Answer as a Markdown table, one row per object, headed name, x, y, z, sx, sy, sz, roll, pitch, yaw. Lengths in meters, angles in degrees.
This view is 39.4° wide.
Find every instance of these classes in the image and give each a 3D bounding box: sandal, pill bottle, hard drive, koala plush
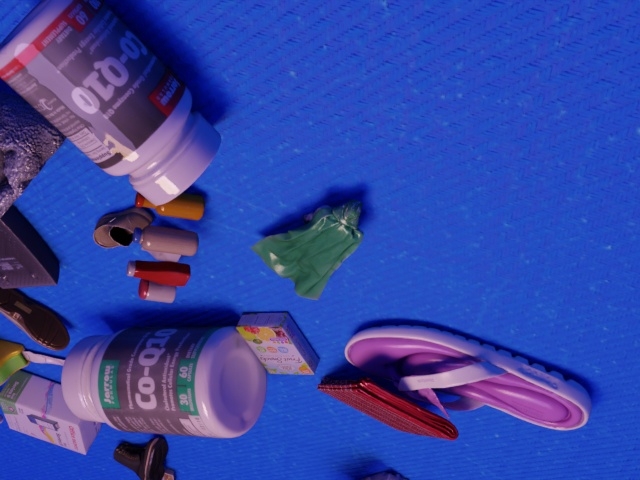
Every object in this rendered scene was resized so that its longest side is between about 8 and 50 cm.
| name | x | y | z | sx | sy | sz | roll | pitch | yaw |
| --- | --- | --- | --- | --- | --- | --- | --- | --- | --- |
| sandal | 0.231 | 0.238 | 1.469 | 0.417 | 0.102 | 0.169 | 12 | 141 | 15 |
| pill bottle | -0.299 | 0.264 | 1.692 | 0.361 | 0.204 | 0.204 | -5 | 134 | 30 |
| hard drive | -0.602 | -0.012 | 1.644 | 0.172 | 0.054 | 0.254 | -5 | 134 | 32 |
| pill bottle | -0.273 | -0.189 | 1.177 | 0.161 | 0.161 | 0.283 | -20 | 125 | 42 |
| koala plush | -0.501 | -0.174 | 1.308 | 0.221 | 0.196 | 0.203 | 40 | 128 | -19 |

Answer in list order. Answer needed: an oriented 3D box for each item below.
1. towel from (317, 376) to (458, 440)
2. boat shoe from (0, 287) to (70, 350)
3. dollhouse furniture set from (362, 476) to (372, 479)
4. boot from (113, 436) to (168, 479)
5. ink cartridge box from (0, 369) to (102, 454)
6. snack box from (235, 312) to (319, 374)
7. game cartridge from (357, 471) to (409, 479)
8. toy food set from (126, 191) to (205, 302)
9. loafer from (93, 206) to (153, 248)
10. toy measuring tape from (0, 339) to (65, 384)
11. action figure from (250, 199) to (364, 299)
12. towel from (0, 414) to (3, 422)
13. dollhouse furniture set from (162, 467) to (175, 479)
| name | x | y | z | sx | sy | sz | roll | pitch | yaw |
| --- | --- | --- | --- | --- | --- | --- | --- | --- | --- |
| towel | 0.113 | 0.294 | 1.583 | 0.199 | 0.031 | 0.275 | 29 | 166 | -9 |
| boat shoe | -0.601 | 0.161 | 1.851 | 0.190 | 0.068 | 0.072 | 43 | 152 | -8 |
| dollhouse furniture set | 0.103 | 0.634 | 1.842 | 0.242 | 0.212 | 0.161 | 52 | 143 | 8 |
| boot | -0.452 | 0.523 | 2.196 | 0.137 | 0.077 | 0.197 | 30 | 133 | 14 |
| ink cartridge box | -0.641 | 0.409 | 2.133 | 0.213 | 0.093 | 0.154 | 16 | 141 | 7 |
| snack box | -0.076 | 0.188 | 1.622 | 0.100 | 0.037 | 0.141 | -3 | 136 | 31 |
| game cartridge | 0.203 | 0.614 | 1.973 | 0.294 | 0.060 | 0.196 | 36 | 145 | -15 |
| toy food set | -0.268 | 0.020 | 1.436 | 0.105 | 0.111 | 0.232 | 9 | 144 | -23 |
| loafer | -0.341 | -0.016 | 1.507 | 0.056 | 0.050 | 0.148 | 43 | 138 | -23 |
| toy measuring tape | -0.697 | 0.291 | 2.005 | 0.330 | 0.121 | 0.121 | 10 | 140 | 16 |
| action figure | 0.000 | 0.000 | 1.339 | 0.137 | 0.063 | 0.232 | 35 | 145 | -11 |
| towel | -0.901 | 0.336 | 2.176 | 0.209 | 0.034 | 0.285 | 22 | 149 | 30 |
| dollhouse furniture set | -0.416 | 0.634 | 2.291 | 0.091 | 0.081 | 0.114 | 17 | 142 | 9 |
